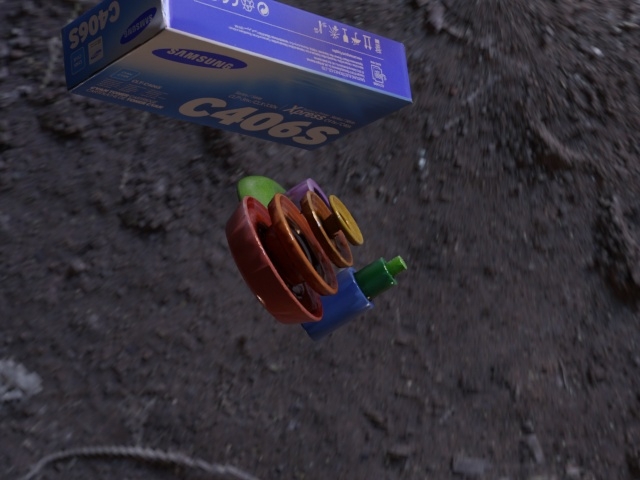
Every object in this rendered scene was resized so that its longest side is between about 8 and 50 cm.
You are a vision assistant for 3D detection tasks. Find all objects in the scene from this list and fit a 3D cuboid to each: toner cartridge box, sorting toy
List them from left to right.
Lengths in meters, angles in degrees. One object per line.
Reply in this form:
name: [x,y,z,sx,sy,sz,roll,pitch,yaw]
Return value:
toner cartridge box: [-0.080,-0.182,1.540,0.165,0.348,0.075,-25,65,41]
sorting toy: [0.000,0.000,0.518,0.042,0.102,0.061,-31,100,10]
